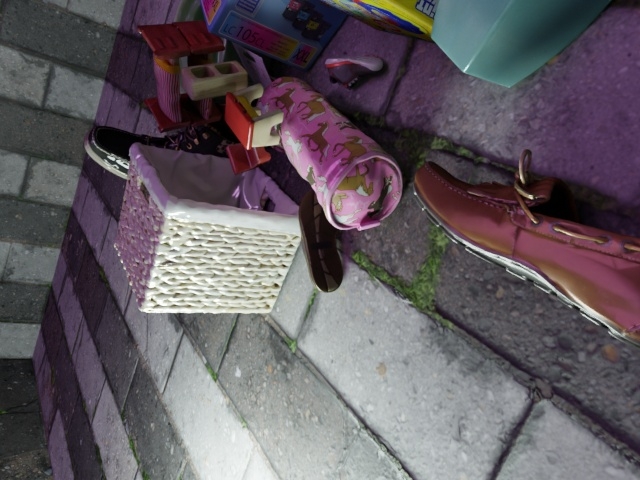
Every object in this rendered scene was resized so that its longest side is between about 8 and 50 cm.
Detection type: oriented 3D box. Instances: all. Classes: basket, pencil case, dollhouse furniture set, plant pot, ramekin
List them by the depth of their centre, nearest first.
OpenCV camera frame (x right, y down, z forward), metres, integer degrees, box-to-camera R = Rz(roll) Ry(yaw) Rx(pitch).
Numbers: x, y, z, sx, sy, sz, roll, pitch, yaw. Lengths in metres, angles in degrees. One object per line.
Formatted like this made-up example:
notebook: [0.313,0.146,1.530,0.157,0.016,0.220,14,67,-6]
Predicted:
plant pot: [0.274,-0.343,0.705,0.234,0.166,0.165,-59,42,36]
pencil case: [0.002,-0.177,1.005,0.160,0.167,0.386,-47,44,9]
dollhouse furniture set: [-0.238,-0.273,1.071,0.374,0.152,0.201,54,149,31]
basket: [-0.258,-0.026,1.172,0.328,0.332,0.266,45,122,47]
ramekin: [-0.255,-0.497,1.338,0.303,0.148,0.303,5,97,50]

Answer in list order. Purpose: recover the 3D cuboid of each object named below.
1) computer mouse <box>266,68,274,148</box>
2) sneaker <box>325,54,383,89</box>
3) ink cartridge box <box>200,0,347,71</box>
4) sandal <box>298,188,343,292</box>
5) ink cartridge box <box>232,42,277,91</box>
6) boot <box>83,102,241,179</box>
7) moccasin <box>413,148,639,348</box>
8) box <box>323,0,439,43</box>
computer mouse: [-0.137,-0.341,1.316,0.071,0.041,0.241,-34,55,44]
sneaker: [0.071,-0.341,1.054,0.158,0.061,0.064,27,130,52]
ink cartridge box: [-0.040,-0.579,1.062,0.395,0.270,0.151,-48,51,34]
sandal: [0.000,0.000,1.044,0.060,0.090,0.219,139,125,-67]
ink cartridge box: [-0.119,-0.374,1.190,0.045,0.179,0.145,-39,49,-10]
boot: [-0.371,-0.251,1.336,0.284,0.378,0.138,-31,50,38]
moccasin: [0.270,-0.023,0.641,0.380,0.139,0.146,40,112,48]
box: [0.097,-0.467,0.845,0.279,0.290,0.176,42,115,49]
